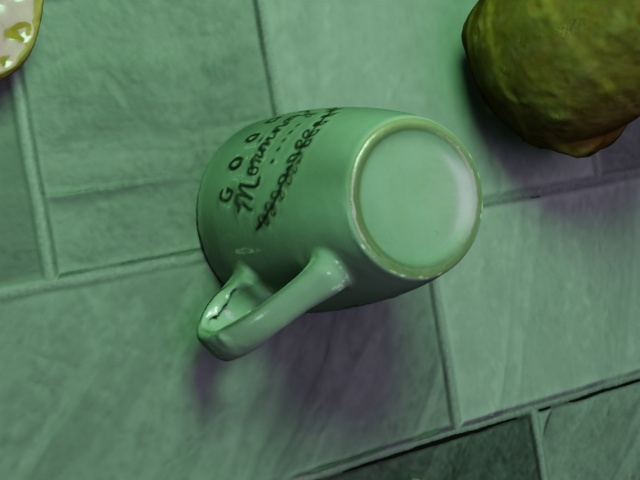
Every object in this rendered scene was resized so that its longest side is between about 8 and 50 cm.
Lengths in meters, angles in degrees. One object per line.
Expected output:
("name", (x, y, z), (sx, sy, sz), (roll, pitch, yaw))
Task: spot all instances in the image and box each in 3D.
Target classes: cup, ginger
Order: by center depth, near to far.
("cup", (0.000, 0.000, 1.025), (0.186, 0.234, 0.258), (44, 70, -20))
("ginger", (0.254, -0.199, 1.164), (0.223, 0.269, 0.200), (-42, 85, 6))

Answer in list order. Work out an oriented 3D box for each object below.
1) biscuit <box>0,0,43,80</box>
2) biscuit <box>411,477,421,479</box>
("biscuit", (-0.399, -0.220, 0.907), (0.376, 0.051, 0.269), (11, 83, -25))
("biscuit", (0.068, 0.387, 1.154), (0.141, 0.038, 0.289), (37, 73, -24))
